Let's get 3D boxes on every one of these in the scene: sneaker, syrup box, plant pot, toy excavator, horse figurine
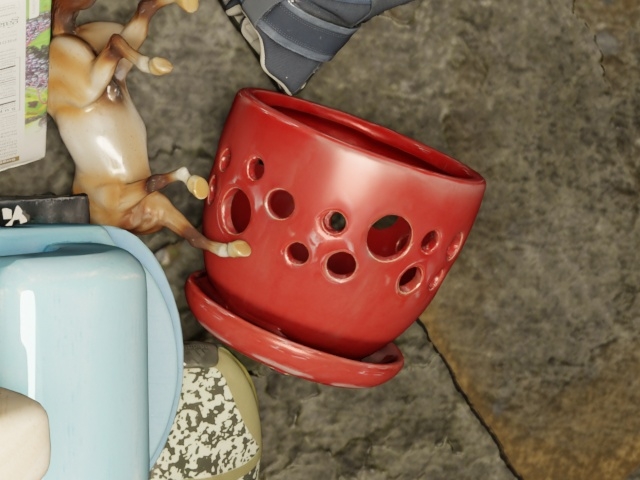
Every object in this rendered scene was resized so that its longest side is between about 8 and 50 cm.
[{"bbox_3d":[-0.101,0.272,1.202,0.158,0.182,0.410,0,111,-26],"label":"sneaker"},{"bbox_3d":[0.030,-0.183,1.234,0.163,0.086,0.226,-48,155,27],"label":"sneaker"},{"bbox_3d":[-0.226,-0.127,1.042,0.096,0.237,0.093,-17,72,-15],"label":"syrup box"},{"bbox_3d":[0.000,0.000,1.205,0.191,0.191,0.174,18,101,-26],"label":"plant pot"},{"bbox_3d":[-0.205,0.085,0.904,0.433,0.445,0.222,-3,93,-41],"label":"toy excavator"},{"bbox_3d":[-0.139,-0.078,1.156,0.066,0.174,0.263,-23,104,-42],"label":"horse figurine"}]
